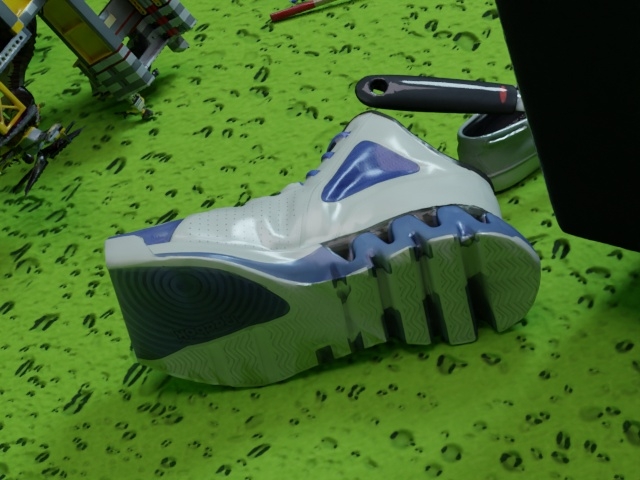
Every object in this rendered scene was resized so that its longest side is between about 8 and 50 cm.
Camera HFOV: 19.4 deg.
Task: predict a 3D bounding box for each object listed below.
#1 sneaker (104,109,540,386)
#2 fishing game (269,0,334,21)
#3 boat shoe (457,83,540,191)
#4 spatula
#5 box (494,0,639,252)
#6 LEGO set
[{"bbox_3d":[0.001,0.000,1.427,0.315,0.127,0.182,-6,36,2],"label":"sneaker"},{"bbox_3d":[0.002,-0.315,1.848,0.189,0.041,0.264,-17,39,5],"label":"fishing game"},{"bbox_3d":[0.181,-0.113,1.525,0.184,0.063,0.066,-32,41,-17],"label":"boat shoe"},{"bbox_3d":[0.174,-0.104,1.470,0.296,0.030,0.084,7,63,-8],"label":"spatula"},{"bbox_3d":[0.444,-0.193,1.220,0.471,0.297,0.480,-37,34,-28],"label":"box"},{"bbox_3d":[-0.264,-0.140,1.677,0.255,0.192,0.331,-26,25,39],"label":"LEGO set"}]
